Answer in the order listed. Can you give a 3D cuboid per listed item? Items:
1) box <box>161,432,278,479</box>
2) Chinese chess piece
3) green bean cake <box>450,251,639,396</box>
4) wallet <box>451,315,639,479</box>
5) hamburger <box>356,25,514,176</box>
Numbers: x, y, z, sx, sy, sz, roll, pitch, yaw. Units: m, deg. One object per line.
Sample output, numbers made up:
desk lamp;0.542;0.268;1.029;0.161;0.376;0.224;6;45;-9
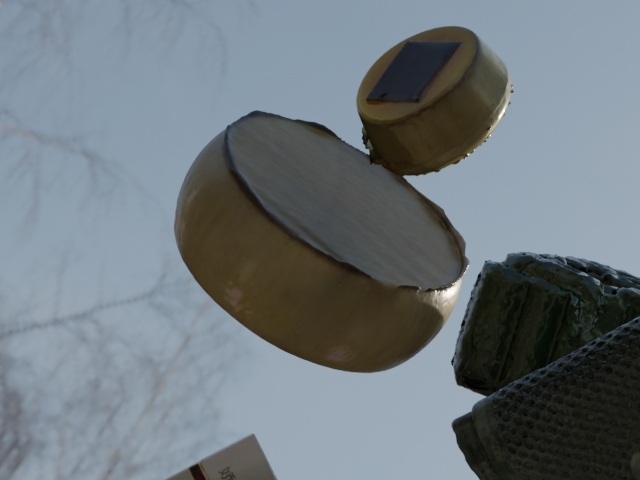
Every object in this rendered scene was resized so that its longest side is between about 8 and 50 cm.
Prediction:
box;-0.095;0.203;1.129;0.084;0.154;0.040;63;-7;5
Chinese chess piece;0.000;0.000;1.423;0.257;0.257;0.104;32;-65;2
green bean cake;0.347;0.126;1.922;0.308;0.169;0.300;21;10;30
wallet;0.305;0.196;1.518;0.342;0.075;0.237;-31;-86;33
hamburger;0.088;-0.108;1.331;0.141;0.126;0.081;-9;-47;34
